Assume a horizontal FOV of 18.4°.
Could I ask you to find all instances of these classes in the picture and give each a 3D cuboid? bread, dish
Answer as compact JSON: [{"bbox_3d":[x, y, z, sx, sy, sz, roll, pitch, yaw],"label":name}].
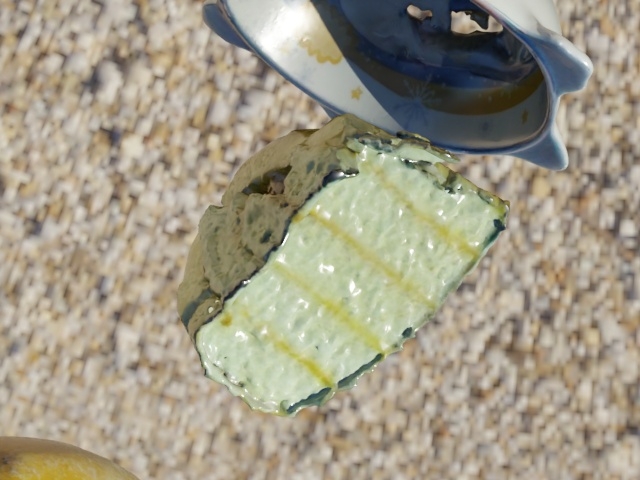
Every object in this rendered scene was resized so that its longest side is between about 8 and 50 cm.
[{"bbox_3d":[0.004,-0.004,0.933,0.156,0.110,0.103,-41,117,13],"label":"bread"},{"bbox_3d":[0.052,-0.133,1.100,0.236,0.086,0.228,22,158,14],"label":"dish"}]

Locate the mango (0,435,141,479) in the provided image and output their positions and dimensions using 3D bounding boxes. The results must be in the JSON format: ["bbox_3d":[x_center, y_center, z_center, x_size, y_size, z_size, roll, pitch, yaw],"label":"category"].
[{"bbox_3d":[-0.223,0.266,1.652,0.193,0.146,0.316,-36,134,15],"label":"mango"}]
